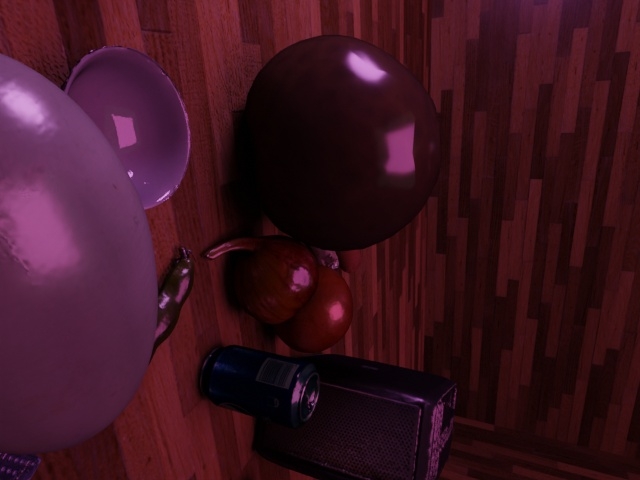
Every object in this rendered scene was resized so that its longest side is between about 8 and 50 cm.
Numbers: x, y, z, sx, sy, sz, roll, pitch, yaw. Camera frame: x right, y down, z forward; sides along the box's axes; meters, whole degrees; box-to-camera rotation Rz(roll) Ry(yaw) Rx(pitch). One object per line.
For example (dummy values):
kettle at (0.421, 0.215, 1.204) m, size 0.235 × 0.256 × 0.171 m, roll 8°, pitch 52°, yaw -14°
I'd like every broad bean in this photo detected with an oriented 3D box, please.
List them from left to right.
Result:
broad bean at (-0.248, 0.122, 0.635) m, size 0.065 × 0.047 × 0.254 m, roll 61°, pitch 39°, yaw -41°

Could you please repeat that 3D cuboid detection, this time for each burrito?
burrito at (0.000, 0.000, 1.145) m, size 0.087 × 0.061 × 0.225 m, roll -59°, pitch 145°, yaw -36°

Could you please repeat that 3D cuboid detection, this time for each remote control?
remote control at (-0.357, 0.224, 0.439) m, size 0.152 × 0.027 × 0.043 m, roll 71°, pitch 28°, yaw -46°

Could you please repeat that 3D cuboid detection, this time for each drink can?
drink can at (-0.110, 0.261, 0.778) m, size 0.118 × 0.205 × 0.118 m, roll 8°, pitch 90°, yaw -67°

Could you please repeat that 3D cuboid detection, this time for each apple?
apple at (-0.026, 0.149, 0.969) m, size 0.162 × 0.201 × 0.201 m, roll 49°, pitch 49°, yaw -42°

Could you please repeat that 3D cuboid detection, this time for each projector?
projector at (0.110, 0.437, 1.058) m, size 0.395 × 0.406 × 0.241 m, roll 29°, pitch 69°, yaw -64°

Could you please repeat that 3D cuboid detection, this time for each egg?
egg at (-0.262, 0.031, 0.362) m, size 0.230 × 0.230 × 0.370 m, roll -48°, pitch 143°, yaw -53°

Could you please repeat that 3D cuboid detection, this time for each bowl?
bowl at (-0.255, -0.133, 0.519) m, size 0.189 × 0.086 × 0.188 m, roll 4°, pitch 90°, yaw -67°

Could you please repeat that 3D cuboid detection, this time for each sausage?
sausage at (0.065, -0.015, 1.257) m, size 0.288 × 0.086 × 0.086 m, roll 73°, pitch 32°, yaw -43°

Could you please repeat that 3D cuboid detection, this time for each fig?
fig at (-0.102, 0.049, 0.831) m, size 0.207 × 0.175 × 0.175 m, roll 58°, pitch 40°, yaw -25°

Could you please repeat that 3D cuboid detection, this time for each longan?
longan at (0.037, -0.177, 0.813) m, size 0.336 × 0.405 × 0.403 m, roll -43°, pitch 134°, yaw -73°
